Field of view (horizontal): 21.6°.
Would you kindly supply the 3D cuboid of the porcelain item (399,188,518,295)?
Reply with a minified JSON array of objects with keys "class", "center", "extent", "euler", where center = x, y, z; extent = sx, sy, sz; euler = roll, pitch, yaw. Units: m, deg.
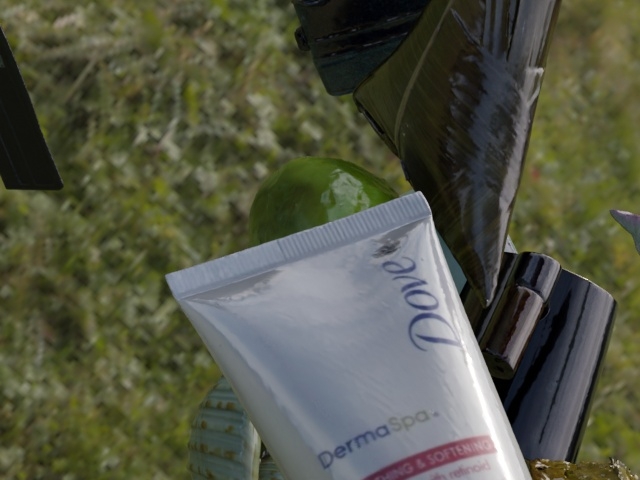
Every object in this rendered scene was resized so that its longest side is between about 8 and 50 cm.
[{"class":"porcelain item","center":[0.089,0.105,1.725],"extent":[0.286,0.157,0.281],"euler":[-23,82,-18]}]

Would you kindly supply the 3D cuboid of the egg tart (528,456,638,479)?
[{"class":"egg tart","center":[0.218,0.220,1.190],"extent":[0.191,0.074,0.191],"euler":[47,9,-9]}]

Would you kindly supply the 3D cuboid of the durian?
[{"class":"durian","center":[0.000,0.000,1.379],"extent":[0.101,0.139,0.250],"euler":[24,9,-32]}]

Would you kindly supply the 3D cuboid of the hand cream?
[{"class":"hand cream","center":[0.038,0.091,0.752],"extent":[0.133,0.083,0.248],"euler":[-19,62,-16]}]

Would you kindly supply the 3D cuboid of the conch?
[{"class":"conch","center":[-0.048,0.152,1.205],"extent":[0.135,0.102,0.153],"euler":[13,65,-70]}]

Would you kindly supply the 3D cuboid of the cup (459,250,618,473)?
[{"class":"cup","center":[0.192,0.113,1.527],"extent":[0.166,0.239,0.177],"euler":[25,78,-9]}]

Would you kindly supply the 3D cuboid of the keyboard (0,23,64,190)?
[{"class":"keyboard","center":[-0.405,-0.215,1.988],"extent":[0.041,0.103,0.381],"euler":[-62,143,-40]}]

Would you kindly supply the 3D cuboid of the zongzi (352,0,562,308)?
[{"class":"zongzi","center":[0.148,-0.113,1.310],"extent":[0.111,0.248,0.241],"euler":[2,49,-35]}]

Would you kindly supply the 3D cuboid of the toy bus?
[{"class":"toy bus","center":[0.063,-0.290,1.713],"extent":[0.323,0.162,0.194],"euler":[-76,148,-62]}]

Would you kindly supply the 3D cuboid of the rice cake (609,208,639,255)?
[{"class":"rice cake","center":[0.319,-0.014,1.211],"extent":[0.290,0.051,0.081],"euler":[-7,42,-43]}]
